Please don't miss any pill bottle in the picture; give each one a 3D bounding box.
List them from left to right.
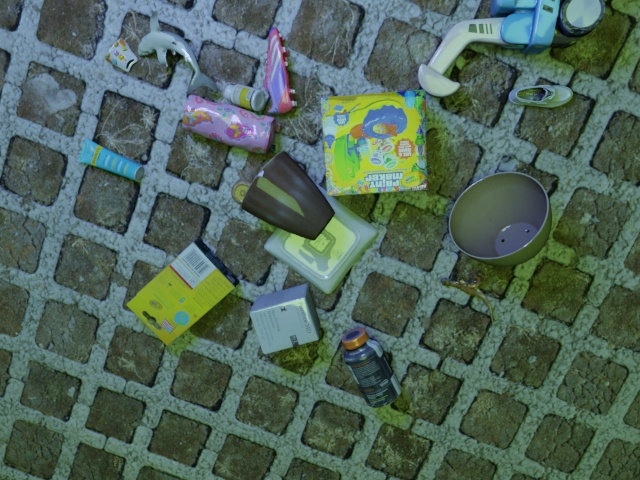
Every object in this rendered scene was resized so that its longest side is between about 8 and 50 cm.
[{"bbox_3d":[-0.231,-0.437,1.410,0.116,0.065,0.065,22,102,22],"label":"pill bottle"},{"bbox_3d":[0.160,0.413,1.532,0.131,0.130,0.245,-26,99,7],"label":"pill bottle"}]

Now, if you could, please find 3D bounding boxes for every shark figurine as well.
[{"bbox_3d":[-0.412,-0.568,1.385,0.278,0.116,0.166,35,126,12],"label":"shark figurine"}]

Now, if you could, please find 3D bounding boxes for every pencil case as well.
[{"bbox_3d":[-0.272,-0.353,1.417,0.284,0.124,0.124,15,101,-1],"label":"pencil case"}]

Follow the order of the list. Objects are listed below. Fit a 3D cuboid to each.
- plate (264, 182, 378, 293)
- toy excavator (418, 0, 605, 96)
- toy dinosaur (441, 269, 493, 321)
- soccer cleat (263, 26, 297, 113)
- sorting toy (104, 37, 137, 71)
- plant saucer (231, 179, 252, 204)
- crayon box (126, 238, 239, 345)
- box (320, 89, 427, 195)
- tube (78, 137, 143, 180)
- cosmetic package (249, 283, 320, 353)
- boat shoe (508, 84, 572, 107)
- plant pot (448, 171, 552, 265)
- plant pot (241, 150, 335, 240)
[{"bbox_3d":[0.000,0.000,1.505,0.278,0.045,0.277,37,99,-4],"label":"plate"},{"bbox_3d":[0.522,-0.614,1.306,0.446,0.222,0.432,9,105,14],"label":"toy excavator"},{"bbox_3d":[0.498,0.159,1.514,0.212,0.064,0.112,30,119,6],"label":"toy dinosaur"},{"bbox_3d":[-0.136,-0.508,1.400,0.095,0.083,0.247,-9,103,9],"label":"soccer cleat"},{"bbox_3d":[-0.610,-0.564,1.432,0.075,0.045,0.083,38,101,-24],"label":"sorting toy"},{"bbox_3d":[-0.249,-0.154,1.501,0.084,0.015,0.083,0,101,2],"label":"plant saucer"},{"bbox_3d":[-0.454,0.171,1.538,0.318,0.081,0.202,-40,96,8],"label":"crayon box"},{"bbox_3d":[0.156,-0.285,1.379,0.290,0.177,0.279,-4,102,3],"label":"box"},{"bbox_3d":[-0.671,-0.253,1.489,0.207,0.052,0.080,22,90,4],"label":"tube"},{"bbox_3d":[-0.110,0.250,1.502,0.184,0.151,0.151,-17,101,5],"label":"cosmetic package"},{"bbox_3d":[0.662,-0.434,1.384,0.184,0.063,0.066,6,101,2],"label":"boat shoe"},{"bbox_3d":[0.557,-0.034,1.384,0.284,0.284,0.191,-47,131,9],"label":"plant pot"},{"bbox_3d":[-0.078,-0.111,1.386,0.230,0.215,0.215,37,100,3],"label":"plant pot"}]
